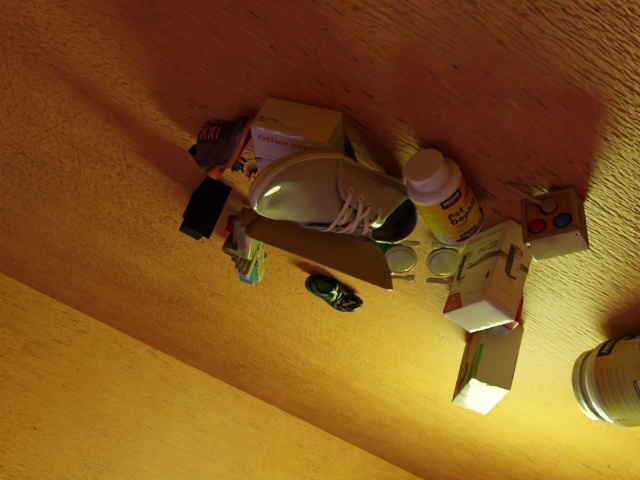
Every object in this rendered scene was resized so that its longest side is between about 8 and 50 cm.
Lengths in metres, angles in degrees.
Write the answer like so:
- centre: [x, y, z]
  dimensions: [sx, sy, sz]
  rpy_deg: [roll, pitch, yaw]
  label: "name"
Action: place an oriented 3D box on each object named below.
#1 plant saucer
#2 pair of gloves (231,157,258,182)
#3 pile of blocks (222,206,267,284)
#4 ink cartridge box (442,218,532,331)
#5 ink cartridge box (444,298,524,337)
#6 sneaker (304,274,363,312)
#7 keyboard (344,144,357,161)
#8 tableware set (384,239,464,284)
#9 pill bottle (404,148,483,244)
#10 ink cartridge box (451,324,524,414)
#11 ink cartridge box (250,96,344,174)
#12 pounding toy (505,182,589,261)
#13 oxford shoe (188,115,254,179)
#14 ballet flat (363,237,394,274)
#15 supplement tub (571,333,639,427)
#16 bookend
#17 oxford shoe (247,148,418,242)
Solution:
- centre: [0.000, 0.000, 1.685]
  dimensions: [0.332, 0.081, 0.333]
  rpy_deg: [21, -176, -6]
  label: "plant saucer"
- centre: [-0.178, -0.168, 1.817]
  dimensions: [0.083, 0.010, 0.074]
  rpy_deg: [30, 152, -17]
  label: "pair of gloves"
- centre: [-0.226, 0.035, 2.080]
  dimensions: [0.112, 0.149, 0.362]
  rpy_deg: [16, 154, 7]
  label: "pile of blocks"
- centre: [0.378, 0.078, 1.666]
  dimensions: [0.092, 0.218, 0.158]
  rpy_deg: [34, 151, -15]
  label: "ink cartridge box"
- centre: [0.432, 0.182, 1.989]
  dimensions: [0.175, 0.072, 0.127]
  rpy_deg: [18, 154, 3]
  label: "ink cartridge box"
- centre: [0.042, 0.158, 2.219]
  dimensions: [0.188, 0.067, 0.078]
  rpy_deg: [29, 159, -11]
  label: "sneaker"
- centre: [-0.003, -0.179, 1.661]
  dimensions: [0.180, 0.023, 0.108]
  rpy_deg: [9, 152, 23]
  label: "keyboard"
- centre: [0.252, 0.042, 1.855]
  dimensions: [0.194, 0.039, 0.128]
  rpy_deg: [5, 127, 2]
  label: "tableware set"
- centre: [0.251, -0.091, 1.543]
  dimensions: [0.117, 0.117, 0.215]
  rpy_deg: [1, 148, 34]
  label: "pill bottle"
- centre: [0.478, 0.364, 2.160]
  dimensions: [0.114, 0.198, 0.273]
  rpy_deg: [18, 153, 5]
  label: "ink cartridge box"
- centre: [-0.042, -0.173, 1.580]
  dimensions: [0.172, 0.100, 0.237]
  rpy_deg: [14, 145, 13]
  label: "ink cartridge box"
- centre: [0.451, -0.050, 1.494]
  dimensions: [0.130, 0.141, 0.100]
  rpy_deg: [-16, 139, 29]
  label: "pounding toy"
- centre: [-0.226, -0.217, 1.667]
  dimensions: [0.098, 0.097, 0.271]
  rpy_deg: [34, 151, -15]
  label: "oxford shoe"
- centre: [0.104, 0.001, 1.887]
  dimensions: [0.241, 0.091, 0.077]
  rpy_deg: [35, 180, -20]
  label: "ballet flat"
- centre: [0.811, 0.345, 1.860]
  dimensions: [0.228, 0.228, 0.316]
  rpy_deg: [30, 152, -19]
  label: "supplement tub"
- centre: [-0.313, -0.063, 1.945]
  dimensions: [0.072, 0.157, 0.156]
  rpy_deg: [28, 152, -16]
  label: "bookend"
- centre: [0.049, -0.075, 1.498]
  dimensions: [0.449, 0.130, 0.169]
  rpy_deg: [8, 130, -47]
  label: "oxford shoe"
